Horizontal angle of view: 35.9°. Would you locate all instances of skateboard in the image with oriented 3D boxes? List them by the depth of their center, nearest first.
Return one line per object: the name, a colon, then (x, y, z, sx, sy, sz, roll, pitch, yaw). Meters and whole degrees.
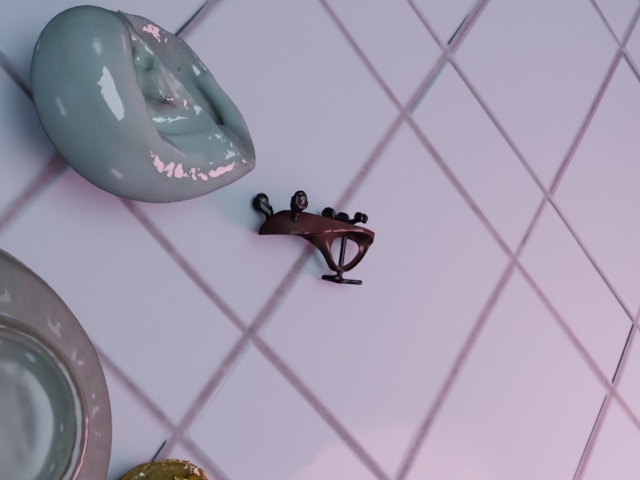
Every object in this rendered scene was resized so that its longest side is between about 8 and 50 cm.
skateboard: (0.000, 0.000, 1.025, 0.151, 0.067, 0.080, 14, 79, -43)

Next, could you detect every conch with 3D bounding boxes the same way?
conch: (-0.156, -0.118, 0.870, 0.221, 0.121, 0.185, 34, 54, -39)

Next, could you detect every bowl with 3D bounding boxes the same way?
bowl: (-0.263, 0.136, 0.685, 0.337, 0.157, 0.337, 11, 72, -39)

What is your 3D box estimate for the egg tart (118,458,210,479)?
egg tart: (-0.130, 0.251, 0.841, 0.130, 0.052, 0.130, 2, 88, -44)
